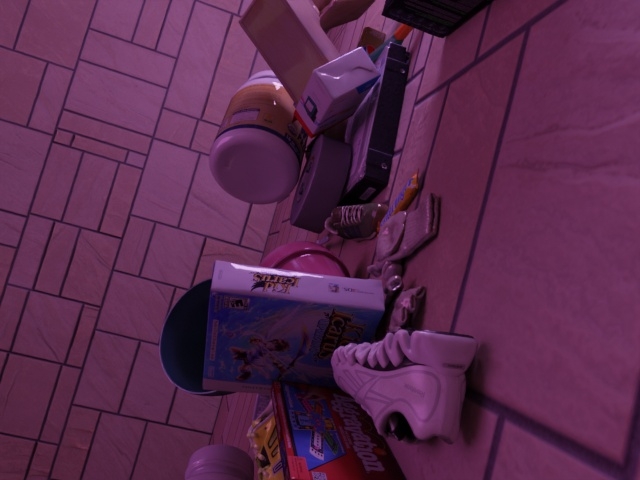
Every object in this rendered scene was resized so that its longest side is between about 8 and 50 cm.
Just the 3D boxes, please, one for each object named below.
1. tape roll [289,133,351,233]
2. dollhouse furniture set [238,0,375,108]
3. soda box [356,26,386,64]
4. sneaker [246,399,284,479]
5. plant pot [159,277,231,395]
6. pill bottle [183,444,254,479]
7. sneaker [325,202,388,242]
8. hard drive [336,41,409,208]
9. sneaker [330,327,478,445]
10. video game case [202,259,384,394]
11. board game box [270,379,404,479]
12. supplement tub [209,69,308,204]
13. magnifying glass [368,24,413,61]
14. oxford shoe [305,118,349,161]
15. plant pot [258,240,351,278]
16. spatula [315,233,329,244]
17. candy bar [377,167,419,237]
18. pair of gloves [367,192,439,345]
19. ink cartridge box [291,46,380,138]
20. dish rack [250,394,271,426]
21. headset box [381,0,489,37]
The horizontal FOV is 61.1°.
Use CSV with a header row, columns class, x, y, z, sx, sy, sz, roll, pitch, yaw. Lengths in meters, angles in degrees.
class,x,y,z,sx,sy,sz,roll,pitch,yaw
tape roll,-0.002,-0.129,1.243,0.219,0.072,0.220,-162,90,-79
dollhouse furniture set,0.035,-0.536,1.370,0.394,0.257,0.362,-37,4,-42
soda box,0.124,-0.509,1.547,0.061,0.058,0.182,-107,36,-69
sneaker,-0.067,0.389,0.961,0.145,0.147,0.385,130,153,-61
plant pot,-0.227,0.260,1.369,0.195,0.289,0.291,51,-135,-56
pill bottle,-0.255,0.694,1.239,0.408,0.228,0.229,-91,21,-58
sneaker,0.063,-0.039,1.092,0.192,0.086,0.064,144,140,-72
hard drive,0.109,-0.240,1.227,0.237,0.064,0.339,136,149,-68
sneaker,0.082,0.182,0.657,0.292,0.109,0.119,133,143,-67
video game case,-0.053,0.153,0.843,0.270,0.244,0.061,106,167,-45
board game box,0.012,0.266,0.746,0.281,0.144,0.027,-138,61,-78
supplement tub,-0.146,-0.276,1.414,0.228,0.228,0.317,118,166,-47
magnifying glass,0.166,-0.446,1.236,0.026,0.092,0.231,63,146,11
oxford shoe,0.009,-0.221,1.508,0.123,0.130,0.348,-86,16,-48
plant pot,-0.013,0.122,1.019,0.180,0.201,0.202,41,115,61
spatula,0.000,0.000,1.370,0.242,0.019,0.169,136,135,-80
candy bar,0.136,-0.059,0.942,0.162,0.018,0.040,120,162,-49
pair of gloves,0.110,0.059,0.839,0.204,0.042,0.240,135,150,-68
ink cartridge box,0.026,-0.313,1.208,0.134,0.078,0.231,-33,-4,-20
dish rack,-0.097,0.336,1.384,0.333,0.072,0.286,120,162,-51
headset box,0.219,-0.492,0.858,0.283,0.131,0.247,-168,94,-79
